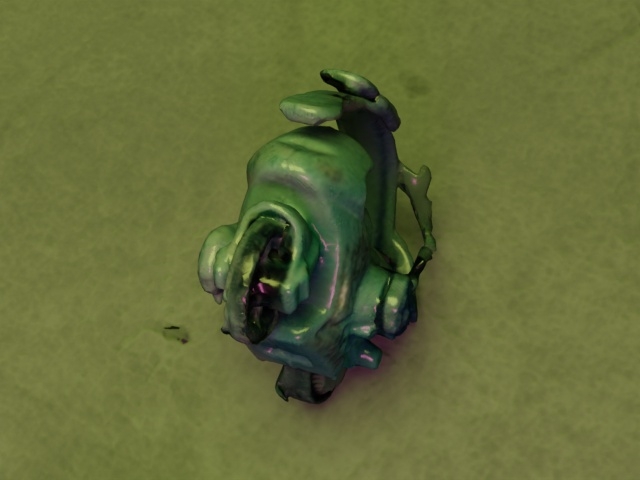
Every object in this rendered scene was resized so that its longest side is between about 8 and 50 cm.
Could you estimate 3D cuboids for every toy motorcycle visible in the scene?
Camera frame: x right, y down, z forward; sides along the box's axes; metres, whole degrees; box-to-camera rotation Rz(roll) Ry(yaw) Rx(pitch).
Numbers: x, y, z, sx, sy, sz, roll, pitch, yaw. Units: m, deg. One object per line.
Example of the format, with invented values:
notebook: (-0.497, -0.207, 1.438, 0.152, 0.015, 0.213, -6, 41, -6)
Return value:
toy motorcycle: (0.000, 0.000, 1.204, 0.154, 0.260, 0.206, 16, 75, 17)
